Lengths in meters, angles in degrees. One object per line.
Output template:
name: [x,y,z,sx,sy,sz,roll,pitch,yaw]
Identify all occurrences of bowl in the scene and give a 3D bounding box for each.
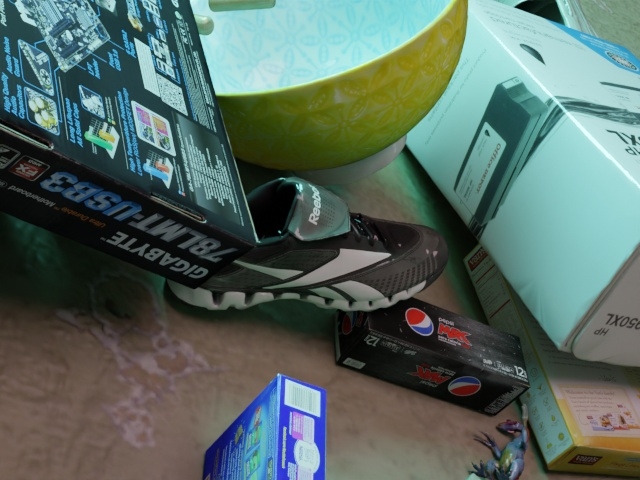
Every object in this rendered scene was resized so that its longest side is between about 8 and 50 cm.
bowl: [0.005,-0.144,0.999,0.289,0.289,0.156,-73,151,-50]

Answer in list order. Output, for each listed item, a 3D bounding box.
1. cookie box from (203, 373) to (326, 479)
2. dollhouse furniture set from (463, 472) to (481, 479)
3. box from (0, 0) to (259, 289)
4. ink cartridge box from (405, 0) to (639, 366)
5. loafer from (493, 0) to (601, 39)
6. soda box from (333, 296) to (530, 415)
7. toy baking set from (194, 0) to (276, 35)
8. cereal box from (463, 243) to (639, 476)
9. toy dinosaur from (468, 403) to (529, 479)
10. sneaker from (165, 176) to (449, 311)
cookie box: [-0.040,0.156,0.729,0.040,0.107,0.092,24,41,-22]
dollhouse furniture set: [0.114,0.258,0.739,0.129,0.129,0.183,42,38,3]
box: [-0.187,-0.141,0.744,0.293,0.073,0.296,26,38,-48]
ink cartridge box: [0.280,-0.062,1.102,0.285,0.166,0.395,9,34,-34]
loafer: [0.284,-0.311,1.462,0.111,0.112,0.319,5,50,-48]
soda box: [0.096,0.094,0.948,0.169,0.053,0.060,22,40,-23]
toy baking set: [-0.129,-0.250,1.048,0.256,0.030,0.197,14,41,30]
cereal box: [0.248,0.111,1.063,0.173,0.047,0.240,12,44,-32]
toy dinosaur: [0.159,0.186,0.940,0.082,0.047,0.090,-12,94,-56]
sneaker: [0.000,0.000,0.863,0.234,0.106,0.078,-2,47,-17]
